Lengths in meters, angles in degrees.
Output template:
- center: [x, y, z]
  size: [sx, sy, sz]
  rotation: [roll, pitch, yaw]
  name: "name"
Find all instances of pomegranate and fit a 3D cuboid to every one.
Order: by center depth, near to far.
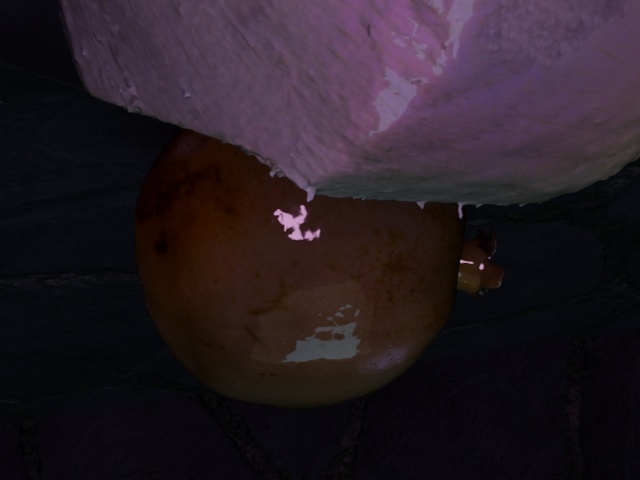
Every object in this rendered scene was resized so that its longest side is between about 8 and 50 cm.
- center: [0.000, 0.000, 0.924]
  size: [0.319, 0.319, 0.319]
  rotation: [-9, 160, -3]
  name: "pomegranate"

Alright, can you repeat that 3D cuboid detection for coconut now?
- center: [0.020, -0.160, 0.472]
  size: [0.309, 0.297, 0.297]
  rotation: [4, 156, -40]
  name: "coconut"

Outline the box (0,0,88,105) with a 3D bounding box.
- center: [-0.212, -0.141, 0.539]
  size: [0.163, 0.135, 0.243]
  rotation: [-7, -178, 7]
  name: "box"
